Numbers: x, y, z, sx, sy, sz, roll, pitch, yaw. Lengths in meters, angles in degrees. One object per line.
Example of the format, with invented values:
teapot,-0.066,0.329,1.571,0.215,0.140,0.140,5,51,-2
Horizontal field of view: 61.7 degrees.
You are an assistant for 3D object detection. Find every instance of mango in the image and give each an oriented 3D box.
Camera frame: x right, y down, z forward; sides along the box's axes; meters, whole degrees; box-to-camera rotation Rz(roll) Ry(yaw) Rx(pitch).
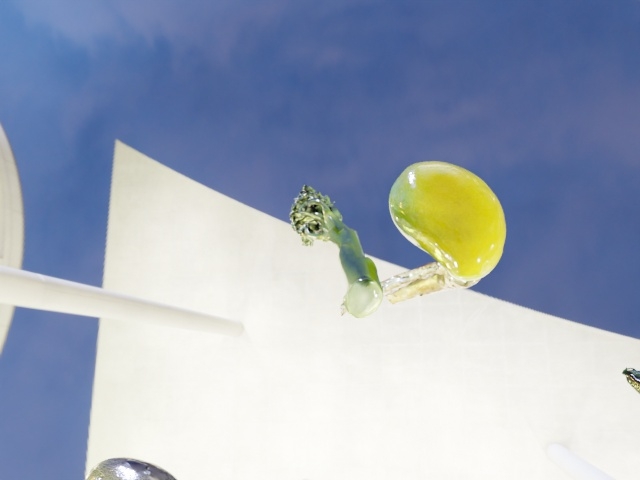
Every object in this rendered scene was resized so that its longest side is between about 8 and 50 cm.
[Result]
mango,0.170,-0.033,0.705,0.122,0.085,0.191,-36,-125,-10

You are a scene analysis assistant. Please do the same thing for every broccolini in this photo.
broccolini,0.003,0.005,0.642,0.078,0.392,0.074,28,-79,-10

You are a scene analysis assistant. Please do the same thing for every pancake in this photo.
pancake,0.121,0.085,0.840,0.244,0.266,0.057,-18,-99,-33

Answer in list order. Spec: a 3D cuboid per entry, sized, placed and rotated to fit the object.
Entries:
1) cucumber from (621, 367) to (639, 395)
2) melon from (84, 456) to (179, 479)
cucumber,0.359,0.166,0.479,0.036,0.033,0.184,-45,-151,-3
melon,-0.254,0.350,0.728,0.162,0.099,0.099,9,-101,25
